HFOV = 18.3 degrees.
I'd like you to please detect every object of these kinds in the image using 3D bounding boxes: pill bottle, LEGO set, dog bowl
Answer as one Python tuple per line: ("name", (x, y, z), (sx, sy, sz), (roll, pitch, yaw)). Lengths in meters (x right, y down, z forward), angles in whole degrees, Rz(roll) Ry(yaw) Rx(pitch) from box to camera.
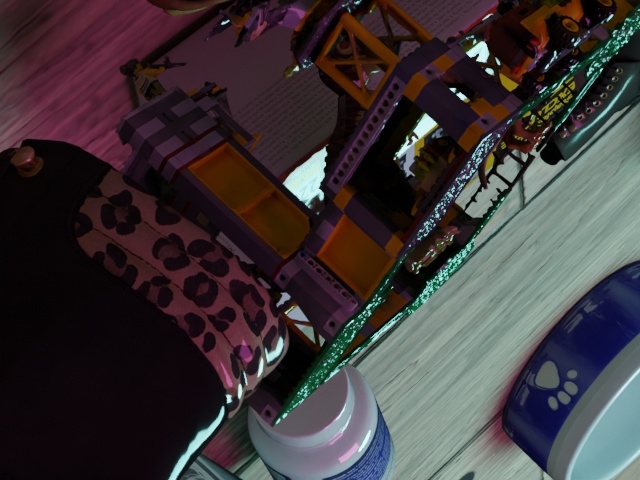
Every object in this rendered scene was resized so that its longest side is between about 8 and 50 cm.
("pill bottle", (-0.002, 0.160, 1.697), (0.112, 0.112, 0.187), (-43, 156, -11))
("LEGO set", (0.007, -0.076, 1.075), (0.255, 0.192, 0.331), (-40, 168, -38))
("dog bowl", (0.332, 0.155, 2.252), (0.265, 0.104, 0.265), (-38, 154, -22))

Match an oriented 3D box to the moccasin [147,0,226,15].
("moccasin", (0.020, -0.212, 1.146), (0.380, 0.147, 0.139), (-20, 144, -46))

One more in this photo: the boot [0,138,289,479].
("boot", (-0.223, 0.062, 0.961), (0.284, 0.377, 0.138), (-53, 162, -38))

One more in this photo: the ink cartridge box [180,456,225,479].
("ink cartridge box", (-0.126, 0.198, 1.418), (0.092, 0.218, 0.158), (-52, 156, 7))

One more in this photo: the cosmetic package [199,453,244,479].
("cosmetic package", (0.007, 0.381, 1.622), (0.161, 0.453, 0.230), (-48, 155, -2))

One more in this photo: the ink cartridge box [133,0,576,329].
("ink cartridge box", (0.038, -0.086, 1.384), (0.309, 0.130, 0.272), (-40, 155, -20))

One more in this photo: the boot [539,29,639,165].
("boot", (0.239, -0.140, 1.711), (0.137, 0.077, 0.198), (-41, 154, -4))
